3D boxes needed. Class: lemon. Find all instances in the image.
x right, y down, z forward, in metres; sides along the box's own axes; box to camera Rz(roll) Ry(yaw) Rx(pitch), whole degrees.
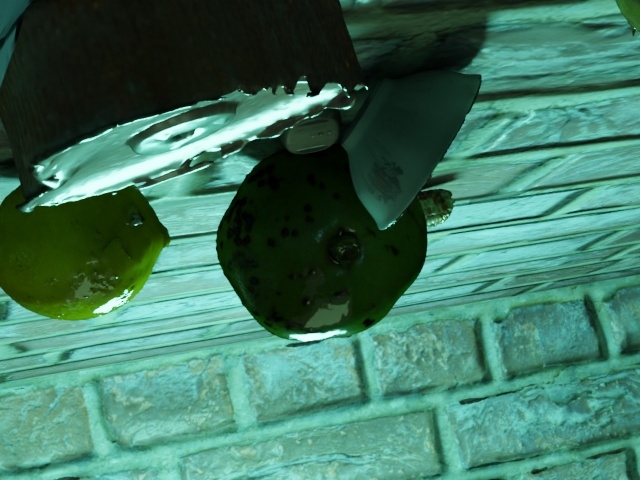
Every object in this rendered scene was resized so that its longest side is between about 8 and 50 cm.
[{"bbox_3d":[-0.270,0.003,1.123,0.206,0.173,0.173,-3,172,17],"label":"lemon"}]

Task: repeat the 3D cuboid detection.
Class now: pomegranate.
[{"bbox_3d":[0.000,0.000,1.251,0.254,0.254,0.270,-10,180,-7],"label":"pomegranate"}]

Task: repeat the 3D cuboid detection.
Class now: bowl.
[{"bbox_3d":[0.077,-0.110,1.054,0.086,0.189,0.189,31,160,-6],"label":"bowl"}]

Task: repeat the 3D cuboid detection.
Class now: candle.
[{"bbox_3d":[-0.106,-0.128,0.778,0.287,0.131,0.317,-16,180,-14],"label":"candle"}]

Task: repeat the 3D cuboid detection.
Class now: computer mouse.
[{"bbox_3d":[-0.012,-0.125,1.092,0.066,0.039,0.096,-11,161,-6],"label":"computer mouse"}]

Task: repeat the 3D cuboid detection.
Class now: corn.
[{"bbox_3d":[0.092,-0.024,1.591,0.237,0.079,0.079,-16,168,12],"label":"corn"}]

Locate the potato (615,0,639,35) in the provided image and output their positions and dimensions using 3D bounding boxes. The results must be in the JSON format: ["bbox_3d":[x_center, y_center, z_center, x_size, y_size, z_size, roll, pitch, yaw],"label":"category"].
[{"bbox_3d":[0.281,-0.238,0.787,0.172,0.089,0.100,-41,-165,-9],"label":"potato"}]

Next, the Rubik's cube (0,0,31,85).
[{"bbox_3d":[-0.249,-0.065,0.271,0.305,0.307,0.310,15,162,-15],"label":"Rubik's cube"}]
